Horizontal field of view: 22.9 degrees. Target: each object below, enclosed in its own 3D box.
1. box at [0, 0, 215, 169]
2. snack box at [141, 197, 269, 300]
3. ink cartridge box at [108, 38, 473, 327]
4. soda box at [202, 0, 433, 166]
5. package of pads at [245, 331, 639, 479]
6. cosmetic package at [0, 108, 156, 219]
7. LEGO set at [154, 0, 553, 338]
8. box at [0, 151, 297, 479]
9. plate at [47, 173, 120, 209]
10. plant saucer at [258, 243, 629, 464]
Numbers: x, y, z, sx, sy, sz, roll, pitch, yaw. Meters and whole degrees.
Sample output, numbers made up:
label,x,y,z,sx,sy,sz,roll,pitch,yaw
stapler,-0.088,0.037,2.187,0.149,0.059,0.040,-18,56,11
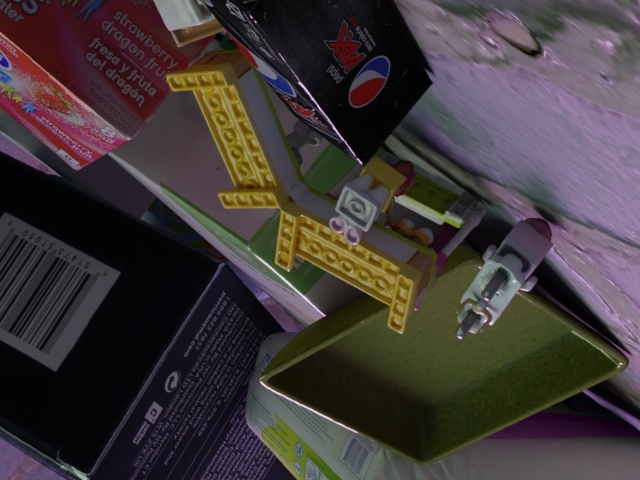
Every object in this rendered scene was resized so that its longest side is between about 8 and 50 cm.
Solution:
label,x,y,z,sx,sy,sz,roll,pitch,yaw
box,-0.195,-0.174,0.971,0.257,0.122,0.128,40,161,-14
snack box,-0.108,-0.015,1.687,0.174,0.070,0.207,-16,-143,-38
ink cartridge box,0.015,0.008,1.216,0.207,0.119,0.353,33,173,44
soda box,-0.004,-0.098,0.723,0.053,0.060,0.169,38,175,27
package of pads,0.109,0.162,1.340,0.296,0.101,0.229,6,-164,-30
cosmetic package,-0.292,-0.172,1.663,0.217,0.156,0.385,39,175,-29
LEGO set,0.012,-0.062,0.942,0.287,0.107,0.132,44,141,2
box,-0.184,0.126,1.464,0.293,0.212,0.395,25,166,28
plate,-0.216,-0.019,1.521,0.188,0.024,0.188,30,167,8
plant saucer,0.084,0.073,1.090,0.188,0.188,0.045,32,-141,-40
